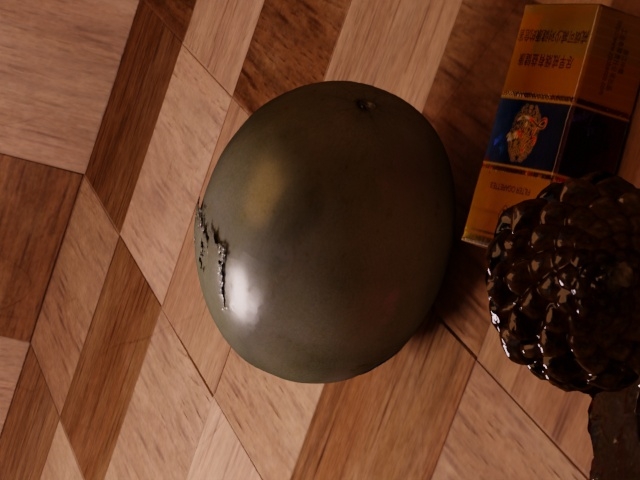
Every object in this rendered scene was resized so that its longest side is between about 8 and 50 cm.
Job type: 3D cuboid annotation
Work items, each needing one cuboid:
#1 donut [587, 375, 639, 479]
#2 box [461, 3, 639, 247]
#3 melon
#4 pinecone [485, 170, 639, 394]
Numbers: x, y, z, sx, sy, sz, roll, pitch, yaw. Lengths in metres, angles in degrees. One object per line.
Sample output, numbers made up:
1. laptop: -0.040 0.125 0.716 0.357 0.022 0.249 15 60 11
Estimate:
1. donut: 0.291 0.127 1.413 0.270 0.103 0.269 -165 90 -71
2. box: 0.215 -0.096 1.789 0.152 0.070 0.237 -163 86 -68
3. melon: 0.000 0.000 1.993 0.268 0.268 0.330 -105 28 -52
4. pinecone: 0.194 0.031 1.383 0.173 0.174 0.173 -166 90 -69
